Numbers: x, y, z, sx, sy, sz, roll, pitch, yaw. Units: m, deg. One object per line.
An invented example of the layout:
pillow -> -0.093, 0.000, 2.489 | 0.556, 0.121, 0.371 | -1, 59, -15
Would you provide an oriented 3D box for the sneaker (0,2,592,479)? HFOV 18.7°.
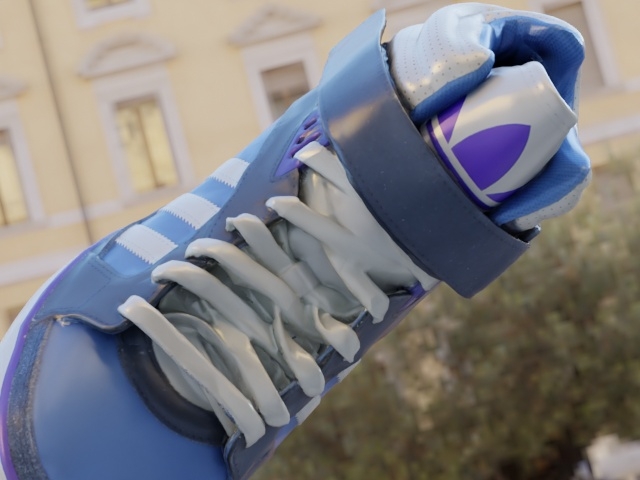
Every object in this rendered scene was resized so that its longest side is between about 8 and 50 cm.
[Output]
sneaker -> 0.001, 0.000, 0.850 | 0.236, 0.130, 0.323 | -37, 5, 42
